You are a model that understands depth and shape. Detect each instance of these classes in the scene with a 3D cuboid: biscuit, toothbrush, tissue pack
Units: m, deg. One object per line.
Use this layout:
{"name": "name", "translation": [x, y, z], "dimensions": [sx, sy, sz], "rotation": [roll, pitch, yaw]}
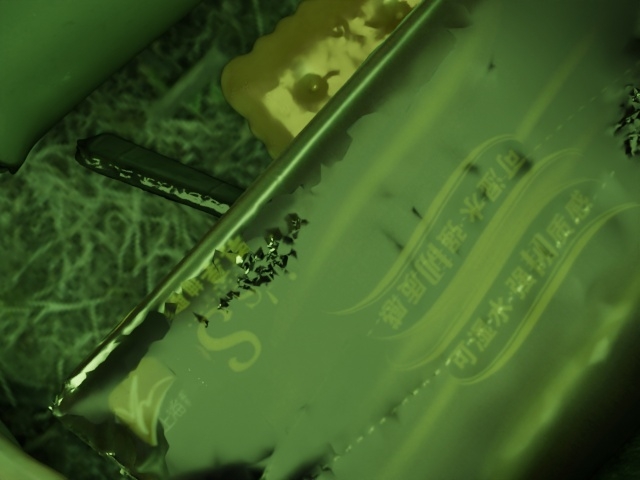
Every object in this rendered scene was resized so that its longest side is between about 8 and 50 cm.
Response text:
{"name": "biscuit", "translation": [0.083, -0.106, 0.977], "dimensions": [0.249, 0.030, 0.160], "rotation": [-38, 85, 3]}
{"name": "toothbrush", "translation": [0.000, 0.000, 1.013], "dimensions": [0.297, 0.030, 0.030], "rotation": [21, 107, 7]}
{"name": "tissue pack", "translation": [0.078, 0.001, 0.863], "dimensions": [0.210, 0.198, 0.370], "rotation": [42, 92, 2]}

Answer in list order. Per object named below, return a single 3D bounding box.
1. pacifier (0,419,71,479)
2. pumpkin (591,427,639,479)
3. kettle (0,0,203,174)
{"name": "pacifier", "translation": [-0.252, 0.157, 0.976], "dimensions": [0.220, 0.273, 0.332], "rotation": [-39, 86, -11]}
{"name": "pumpkin", "translation": [0.218, 0.212, 0.873], "dimensions": [0.291, 0.257, 0.328], "rotation": [37, 92, -4]}
{"name": "kettle", "translation": [-0.131, -0.226, 0.929], "dimensions": [0.318, 0.205, 0.265], "rotation": [-40, 103, 12]}
